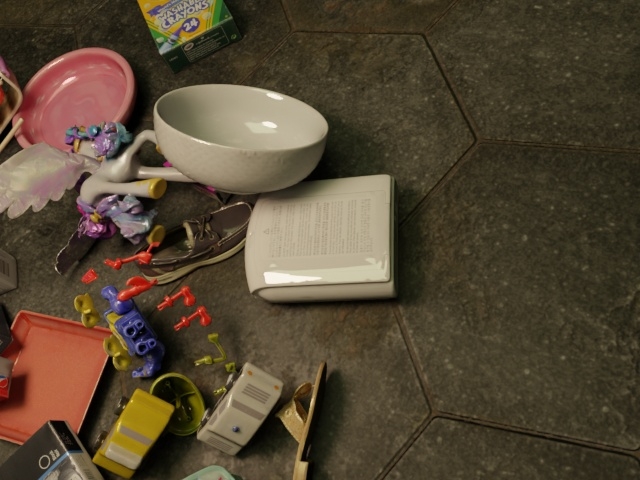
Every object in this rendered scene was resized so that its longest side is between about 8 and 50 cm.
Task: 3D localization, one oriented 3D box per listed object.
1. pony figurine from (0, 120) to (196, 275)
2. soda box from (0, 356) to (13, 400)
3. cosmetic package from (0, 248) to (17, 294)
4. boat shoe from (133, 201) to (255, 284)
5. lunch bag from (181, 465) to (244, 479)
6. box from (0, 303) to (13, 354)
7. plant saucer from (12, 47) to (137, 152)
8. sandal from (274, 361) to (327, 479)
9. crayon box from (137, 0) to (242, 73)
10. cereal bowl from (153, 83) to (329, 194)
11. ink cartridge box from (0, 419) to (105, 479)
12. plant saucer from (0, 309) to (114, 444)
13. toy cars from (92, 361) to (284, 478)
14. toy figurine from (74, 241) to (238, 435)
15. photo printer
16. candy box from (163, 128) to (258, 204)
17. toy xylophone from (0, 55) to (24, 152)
[{"bbox_3d":[-0.463,-0.109,1.376,0.363,0.303,0.351,16,60,27],"label":"pony figurine"},{"bbox_3d":[-0.752,0.307,1.316,0.263,0.092,0.083,-24,54,21],"label":"soda box"},{"bbox_3d":[-0.821,0.094,1.467,0.231,0.117,0.085,-20,61,4],"label":"cosmetic package"},{"bbox_3d":[-0.261,-0.003,1.375,0.285,0.092,0.103,-26,61,2],"label":"boat shoe"},{"bbox_3d":[-0.143,0.481,1.012,0.160,0.262,0.223,-45,61,-9],"label":"lunch bag"},{"bbox_3d":[-0.753,0.172,1.358,0.093,0.158,0.156,-51,44,0],"label":"box"},{"bbox_3d":[-0.605,-0.331,1.633,0.332,0.084,0.332,-6,63,13],"label":"plant saucer"},{"bbox_3d":[-0.046,0.330,1.158,0.079,0.088,0.240,5,71,11],"label":"sandal"},{"bbox_3d":[-0.360,-0.612,1.704,0.203,0.083,0.323,-27,60,1],"label":"crayon box"},{"bbox_3d":[-0.160,-0.188,1.294,0.339,0.141,0.339,7,30,-4],"label":"cereal bowl"},{"bbox_3d":[-0.562,0.505,1.196,0.332,0.065,0.165,-45,68,1],"label":"ink cartridge box"},{"bbox_3d":[-0.562,0.291,1.340,0.258,0.047,0.259,8,66,19],"label":"plant saucer"},{"bbox_3d":[-0.245,0.340,1.154,0.394,0.176,0.087,-15,23,8],"label":"toy cars"},{"bbox_3d":[-0.330,0.184,1.288,0.191,0.217,0.362,-36,104,-20],"label":"toy figurine"},{"bbox_3d":[0.000,0.000,1.294,0.308,0.107,0.256,-4,62,14],"label":"photo printer"},{"bbox_3d":[-0.222,-0.217,1.481,0.159,0.071,0.233,28,76,25],"label":"candy box"},{"bbox_3d":[-0.841,-0.294,1.620,0.322,0.081,0.236,-56,47,7],"label":"toy xylophone"}]
